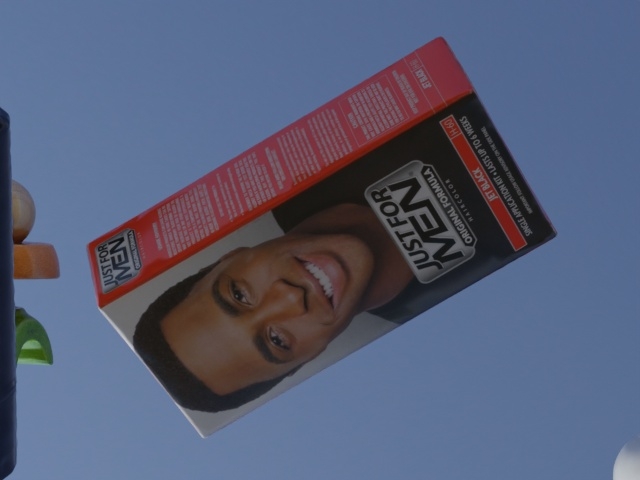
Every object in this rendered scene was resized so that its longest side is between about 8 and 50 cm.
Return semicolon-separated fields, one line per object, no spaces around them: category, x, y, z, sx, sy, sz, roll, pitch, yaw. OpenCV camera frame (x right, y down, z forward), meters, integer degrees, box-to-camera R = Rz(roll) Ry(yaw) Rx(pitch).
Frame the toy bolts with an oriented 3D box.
toy bolts;-0.337;0.030;1.367;0.218;0.228;0.158;1;-87;15

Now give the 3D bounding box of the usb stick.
usb stick;-0.213;0.041;0.999;0.045;0.077;0.278;46;-39;42

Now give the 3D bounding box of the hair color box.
hair color box;0.000;0.000;0.584;0.141;0.072;0.043;-30;-146;7

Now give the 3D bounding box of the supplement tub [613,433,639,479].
supplement tub;0.304;0.241;0.947;0.228;0.228;0.316;-15;-94;13
